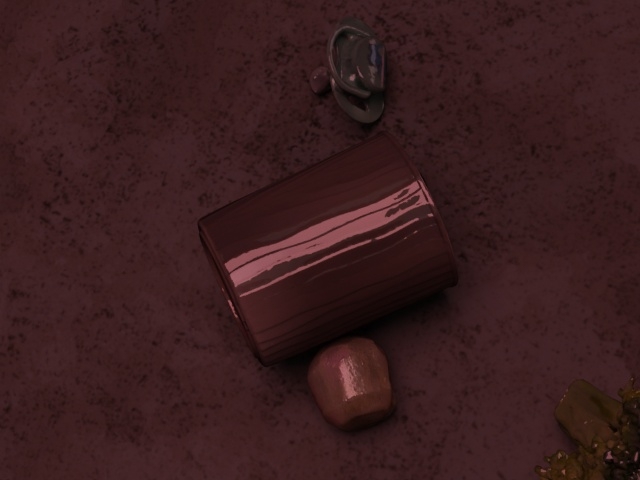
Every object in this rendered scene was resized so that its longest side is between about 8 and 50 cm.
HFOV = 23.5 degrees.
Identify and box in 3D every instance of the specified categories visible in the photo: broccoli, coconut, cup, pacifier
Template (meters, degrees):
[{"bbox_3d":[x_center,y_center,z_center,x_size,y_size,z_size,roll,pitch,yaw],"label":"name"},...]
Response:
[{"bbox_3d":[0.356,0.256,1.735,0.247,0.263,0.243,-10,33,-23],"label":"broccoli"},{"bbox_3d":[0.037,0.169,1.889,0.110,0.110,0.124,-21,67,7],"label":"coconut"},{"bbox_3d":[-0.003,-0.011,1.890,0.273,0.208,0.288,-25,52,-7],"label":"cup"},{"bbox_3d":[0.029,-0.224,2.051,0.117,0.127,0.150,-13,71,37],"label":"pacifier"}]
